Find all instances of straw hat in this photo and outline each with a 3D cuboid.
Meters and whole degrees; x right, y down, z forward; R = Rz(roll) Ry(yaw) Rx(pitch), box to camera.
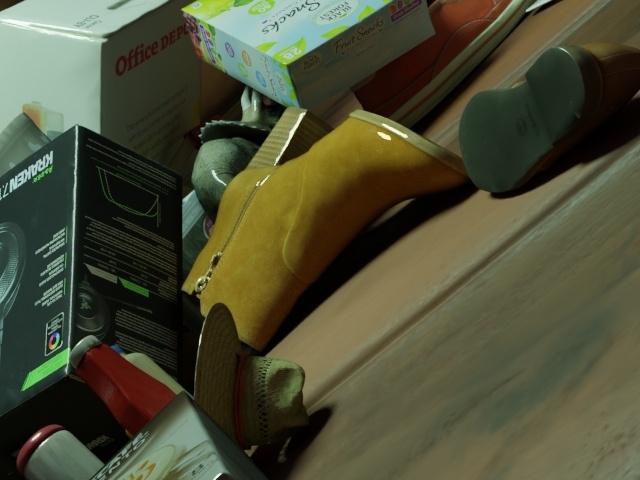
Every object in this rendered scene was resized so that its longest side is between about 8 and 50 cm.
[{"bbox_3d":[-0.038,0.107,1.192,0.061,0.145,0.144,0,20,9],"label":"straw hat"}]

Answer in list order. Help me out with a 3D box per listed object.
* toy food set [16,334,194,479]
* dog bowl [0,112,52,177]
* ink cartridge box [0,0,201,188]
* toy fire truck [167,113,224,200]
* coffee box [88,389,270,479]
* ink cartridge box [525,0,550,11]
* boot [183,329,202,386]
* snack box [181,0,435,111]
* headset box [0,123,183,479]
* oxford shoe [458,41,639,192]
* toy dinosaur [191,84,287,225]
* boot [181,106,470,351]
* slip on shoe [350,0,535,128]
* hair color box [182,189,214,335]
[{"bbox_3d":[-0.153,0.134,1.181,0.232,0.104,0.111,-25,-30,-54],"label":"toy food set"},{"bbox_3d":[-0.378,0.033,1.955,0.349,0.102,0.349,-57,4,7],"label":"dog bowl"},{"bbox_3d":[-0.270,-0.118,2.196,0.279,0.160,0.385,-45,-37,-59],"label":"ink cartridge box"},{"bbox_3d":[-0.155,-0.045,2.178,0.192,0.135,0.047,-46,9,-16],"label":"toy fire truck"},{"bbox_3d":[-0.080,0.178,0.945,0.141,0.098,0.246,-44,9,-4],"label":"coffee box"},{"bbox_3d":[0.276,-0.329,1.831,0.198,0.067,0.115,-47,10,-20],"label":"ink cartridge box"},{"bbox_3d":[-0.159,0.137,1.666,0.118,0.042,0.087,-48,8,-31],"label":"boot"},{"bbox_3d":[-0.014,-0.224,1.827,0.174,0.070,0.207,-34,38,-20],"label":"snack box"},{"bbox_3d":[-0.250,0.083,1.634,0.246,0.131,0.283,-30,49,36],"label":"headset box"},{"bbox_3d":[0.163,-0.085,1.264,0.076,0.076,0.212,-14,-6,-25],"label":"oxford shoe"},{"bbox_3d":[-0.077,-0.048,1.778,0.121,0.160,0.313,-40,9,23],"label":"toy dinosaur"},{"bbox_3d":[-0.001,-0.001,1.500,0.295,0.104,0.211,14,75,59],"label":"boot"},{"bbox_3d":[0.145,-0.243,1.907,0.331,0.101,0.123,-47,8,-28],"label":"slip on shoe"},{"bbox_3d":[-0.246,0.124,1.868,0.374,0.113,0.185,-39,9,25],"label":"hair color box"}]
